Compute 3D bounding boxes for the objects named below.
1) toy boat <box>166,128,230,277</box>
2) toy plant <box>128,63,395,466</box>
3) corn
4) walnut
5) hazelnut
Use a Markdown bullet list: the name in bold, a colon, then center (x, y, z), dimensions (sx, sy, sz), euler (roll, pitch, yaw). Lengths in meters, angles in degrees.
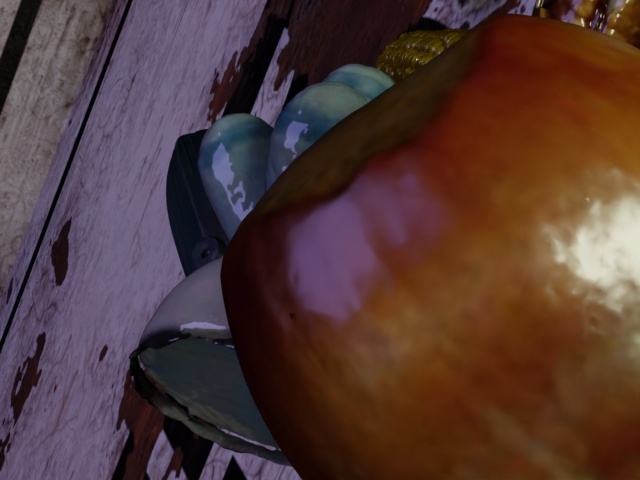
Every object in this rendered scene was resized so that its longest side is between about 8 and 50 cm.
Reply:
- **toy boat**: center (-0.116, -0.027, 1.896), dimensions (0.114, 0.122, 0.296), euler (-37, 46, 20)
- **toy plant**: center (0.000, 0.000, 1.317), dimensions (0.247, 0.247, 0.332), euler (-31, 36, 58)
- **corn**: center (0.127, -0.137, 1.431), dimensions (0.322, 0.119, 0.119), euler (-136, 66, -71)
- **walnut**: center (0.227, -0.189, 1.245), dimensions (0.207, 0.116, 0.116), euler (-68, 22, 4)
- **hazelnut**: center (0.128, 0.040, 1.039), dimensions (0.366, 0.366, 0.366), euler (-48, 32, 45)
